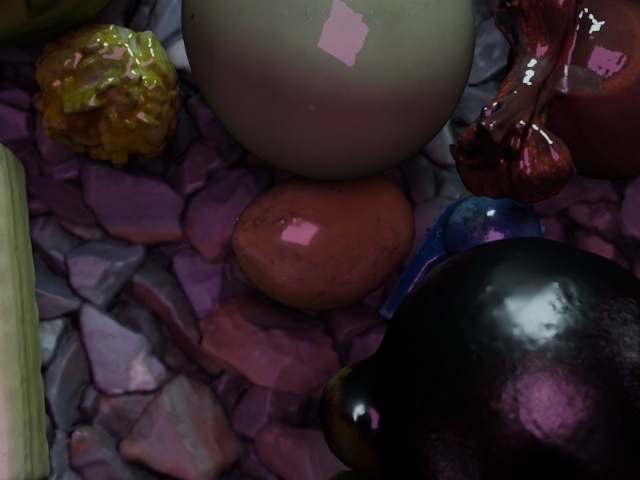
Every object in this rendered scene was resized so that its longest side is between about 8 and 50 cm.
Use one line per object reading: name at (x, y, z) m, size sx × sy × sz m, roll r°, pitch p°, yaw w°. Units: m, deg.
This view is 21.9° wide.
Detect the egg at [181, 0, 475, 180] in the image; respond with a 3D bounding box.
egg at (0.006, -0.161, 1.239) m, size 0.219 × 0.219 × 0.269 m, roll -19°, pitch 47°, yaw -6°

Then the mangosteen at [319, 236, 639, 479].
mangosteen at (0.132, 0.144, 1.191) m, size 0.302 × 0.275 × 0.275 m, roll -26°, pitch 79°, yaw 23°

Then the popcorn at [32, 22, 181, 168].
popcorn at (-0.166, -0.116, 1.294) m, size 0.116 × 0.106 × 0.121 m, roll -29°, pitch 81°, yaw -17°

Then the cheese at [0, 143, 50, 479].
cheese at (-0.338, 0.069, 1.241) m, size 0.242 × 0.124 × 0.266 m, roll -7°, pitch 79°, yaw 3°

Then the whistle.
whistle at (0.123, 0.018, 1.286) m, size 0.090 × 0.090 × 0.158 m, roll 31°, pitch 79°, yaw 5°

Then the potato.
potato at (0.003, -0.001, 1.278) m, size 0.147 × 0.112 × 0.112 m, roll -17°, pitch 79°, yaw -12°

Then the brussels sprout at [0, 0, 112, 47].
brussels sprout at (-0.245, -0.281, 1.262) m, size 0.294 × 0.227 × 0.259 m, roll -22°, pitch 82°, yaw -11°

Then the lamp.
lamp at (0.199, -0.113, 1.272) m, size 0.223 × 0.151 × 0.215 m, roll 14°, pitch 75°, yaw -21°
